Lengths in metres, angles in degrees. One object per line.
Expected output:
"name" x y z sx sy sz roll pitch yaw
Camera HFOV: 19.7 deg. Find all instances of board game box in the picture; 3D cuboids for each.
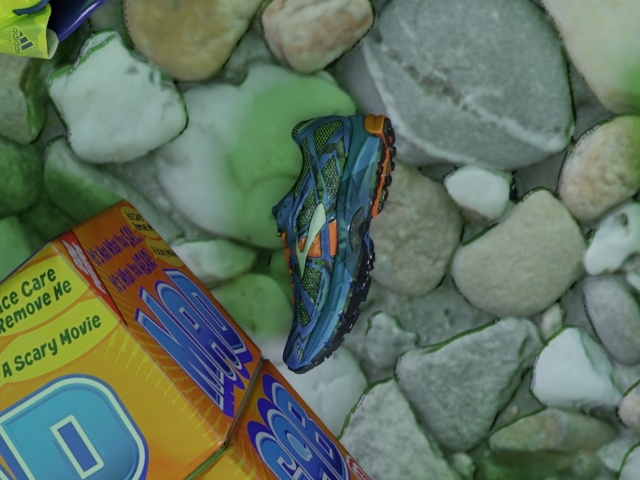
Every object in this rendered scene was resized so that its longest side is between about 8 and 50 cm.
"board game box" -0.186 0.228 1.386 0.356 0.356 0.356 -40 93 5

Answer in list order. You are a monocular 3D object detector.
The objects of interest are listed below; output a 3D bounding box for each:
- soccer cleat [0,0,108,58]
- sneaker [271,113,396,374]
"soccer cleat" -0.270 -0.187 1.471 0.289 0.093 0.121 -23 78 1
"sneaker" 0.000 0.000 1.505 0.087 0.083 0.221 13 91 14
